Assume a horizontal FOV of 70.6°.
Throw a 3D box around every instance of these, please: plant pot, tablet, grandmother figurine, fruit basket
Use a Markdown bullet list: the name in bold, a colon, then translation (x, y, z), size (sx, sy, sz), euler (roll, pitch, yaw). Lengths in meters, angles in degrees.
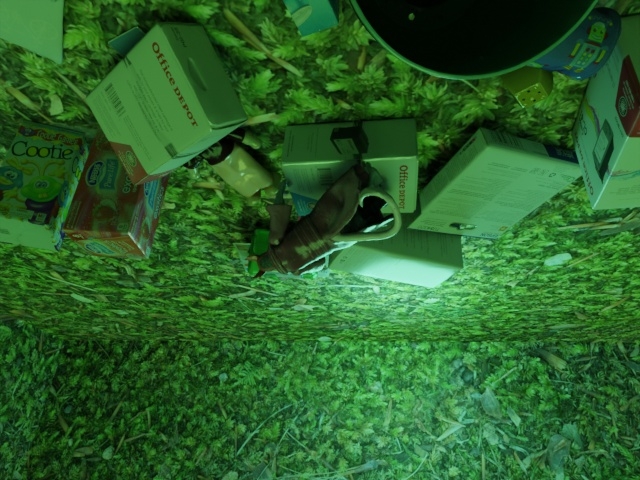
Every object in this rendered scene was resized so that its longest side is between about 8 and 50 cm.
- **plant pot**: translation (0.404, -0.309, 0.879), size (0.081, 0.083, 0.082), euler (-21, 144, 37)
- **tablet**: translation (-0.372, -0.388, 0.896), size (0.083, 0.006, 0.054), euler (-13, 148, 25)
- **grandmother figurine**: translation (-0.249, -0.217, 1.116), size (0.208, 0.104, 0.342), euler (-33, 139, 10)
- **fruit basket**: translation (-0.124, 0.083, 1.581), size (0.327, 0.165, 0.353), euler (4, 155, -2)
- **plant pot**: translation (0.156, -0.353, 0.545), size (0.293, 0.235, 0.292), euler (-1, 112, -1)

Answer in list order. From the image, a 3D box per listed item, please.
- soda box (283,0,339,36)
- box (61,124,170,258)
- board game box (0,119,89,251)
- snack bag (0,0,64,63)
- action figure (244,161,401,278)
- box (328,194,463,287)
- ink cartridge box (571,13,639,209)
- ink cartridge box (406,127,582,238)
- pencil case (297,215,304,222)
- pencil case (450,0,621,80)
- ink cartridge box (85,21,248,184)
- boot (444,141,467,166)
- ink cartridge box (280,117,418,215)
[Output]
- **soda box**: translation (-0.041, -0.435, 0.712), size (0.071, 0.067, 0.210), euler (-10, 148, 22)
- **box**: translation (-0.479, -0.120, 1.096), size (0.154, 0.299, 0.142), euler (4, 153, 1)
- **board game box**: translation (-0.688, -0.134, 1.115), size (0.142, 0.275, 0.144), euler (10, 151, -13)
- **snack bag**: translation (-0.595, -0.469, 0.740), size (0.323, 0.037, 0.342), euler (17, 149, -24)
- **action figure**: translation (0.000, 0.000, 1.010), size (0.370, 0.275, 0.248), euler (-33, 122, 8)
- **box**: translation (0.212, -0.014, 1.309), size (0.346, 0.214, 0.168), euler (12, 151, -15)
- **ink cartridge box**: translation (0.596, -0.230, 0.857), size (0.131, 0.226, 0.306), euler (-3, 150, 13)
- **ink cartridge box**: translation (0.432, -0.126, 1.156), size (0.324, 0.071, 0.330), euler (6, 148, -25)
- **pencil case**: translation (-0.032, -0.038, 1.338), size (0.098, 0.095, 0.209), euler (23, 114, 18)
- **pencil case**: translation (0.331, -0.358, 0.759), size (0.307, 0.119, 0.133), euler (9, -166, -10)
- **ink cartridge box**: translation (-0.309, -0.262, 0.901), size (0.283, 0.117, 0.207), euler (-20, 100, 36)
- **boot**: translation (0.352, -0.198, 1.135), size (0.087, 0.042, 0.118), euler (-19, 144, 38)
- **ink cartridge box**: translation (0.079, -0.173, 1.116), size (0.308, 0.128, 0.223), euler (-1, 150, 9)
